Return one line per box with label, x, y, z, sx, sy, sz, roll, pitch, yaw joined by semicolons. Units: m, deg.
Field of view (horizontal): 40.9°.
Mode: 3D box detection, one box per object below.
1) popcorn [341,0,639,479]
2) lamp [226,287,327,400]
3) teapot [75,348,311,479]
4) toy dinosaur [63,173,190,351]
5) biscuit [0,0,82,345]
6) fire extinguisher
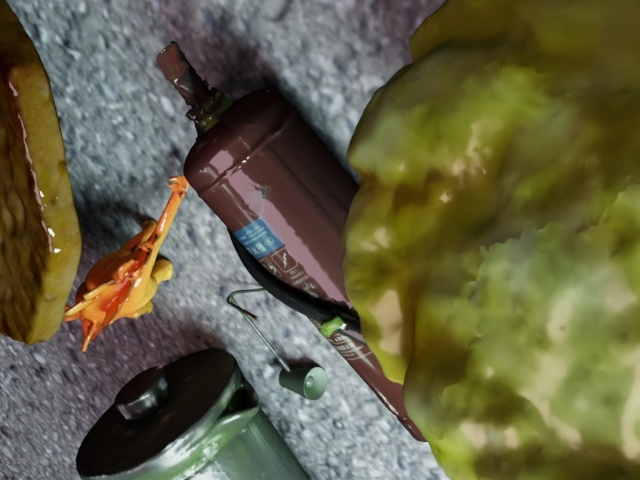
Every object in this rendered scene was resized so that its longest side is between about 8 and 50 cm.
popcorn;0.169;-0.009;0.393;0.334;0.293;0.292;-5;124;19
lamp;-0.041;0.098;0.799;0.054;0.041;0.121;4;131;43
teapot;-0.113;0.281;0.878;0.270;0.200;0.337;-19;111;33
toy dinosaur;-0.189;0.042;0.791;0.070;0.117;0.288;42;140;-2
biscuit;-0.305;-0.078;0.750;0.359;0.046;0.359;24;125;40
fire extinguisher;0.000;0.000;0.625;0.341;0.105;0.141;49;168;-11
